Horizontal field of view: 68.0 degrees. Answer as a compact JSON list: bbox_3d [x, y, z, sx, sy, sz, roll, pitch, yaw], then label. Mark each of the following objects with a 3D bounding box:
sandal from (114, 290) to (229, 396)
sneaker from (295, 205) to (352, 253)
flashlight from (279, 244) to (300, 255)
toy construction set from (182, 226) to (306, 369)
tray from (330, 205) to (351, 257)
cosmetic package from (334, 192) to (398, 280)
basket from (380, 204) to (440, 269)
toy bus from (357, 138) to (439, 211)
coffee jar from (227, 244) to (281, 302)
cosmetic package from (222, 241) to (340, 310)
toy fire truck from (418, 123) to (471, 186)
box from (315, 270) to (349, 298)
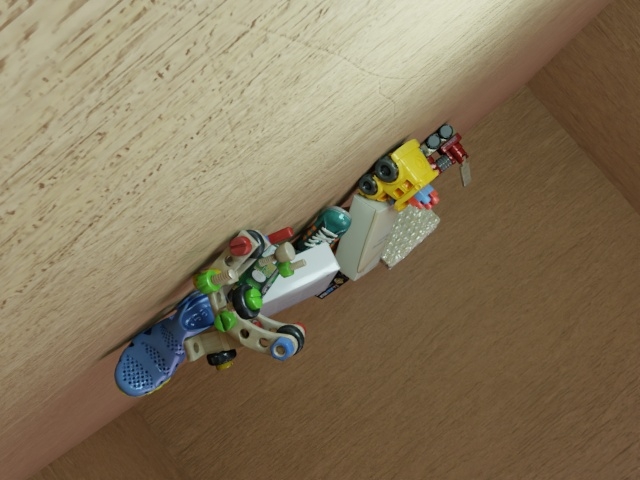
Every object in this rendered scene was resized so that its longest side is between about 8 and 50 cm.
[{"bbox_3d":[-0.318,0.206,1.050,0.317,0.126,0.138,-48,-179,-34],"label":"sandal"},{"bbox_3d":[0.000,0.000,1.492,0.302,0.108,0.121,-43,-160,57],"label":"sneaker"},{"bbox_3d":[-0.154,0.106,1.585,0.304,0.103,0.103,-46,-162,53],"label":"flashlight"},{"bbox_3d":[-0.172,0.108,0.945,0.237,0.257,0.309,-22,-154,20],"label":"toy construction set"},{"bbox_3d":[-0.001,0.053,1.760,0.202,0.076,0.411,-14,145,-56],"label":"tray"},{"bbox_3d":[0.159,-0.029,1.633,0.160,0.113,0.309,-31,147,-42],"label":"cosmetic package"},{"bbox_3d":[0.325,-0.088,2.152,0.331,0.328,0.266,-43,175,2],"label":"basket"},{"bbox_3d":[0.251,-0.165,1.448,0.149,0.211,0.220,-38,178,-39],"label":"toy bus"},{"bbox_3d":[-0.155,0.093,1.177,0.184,0.079,0.096,-55,-174,-8],"label":"coffee jar"},{"bbox_3d":[-0.147,0.154,1.395,0.377,0.097,0.284,-23,169,-15],"label":"cosmetic package"},{"bbox_3d":[0.503,-0.308,1.920,0.217,0.246,0.158,-40,176,4],"label":"toy fire truck"},{"bbox_3d":[0.057,0.117,1.889,0.220,0.051,0.175,-43,-155,51],"label":"box"}]
